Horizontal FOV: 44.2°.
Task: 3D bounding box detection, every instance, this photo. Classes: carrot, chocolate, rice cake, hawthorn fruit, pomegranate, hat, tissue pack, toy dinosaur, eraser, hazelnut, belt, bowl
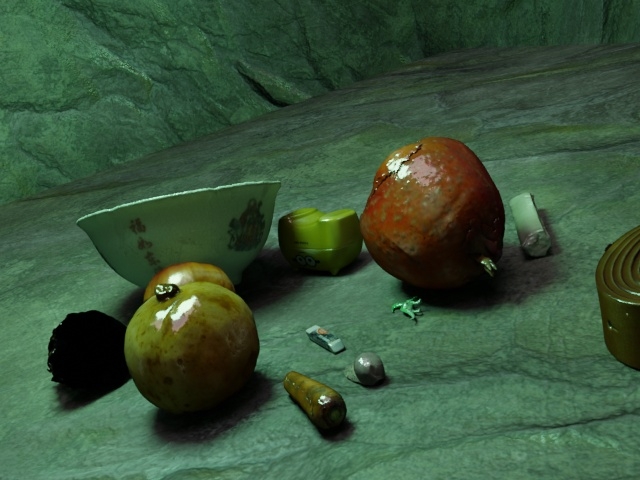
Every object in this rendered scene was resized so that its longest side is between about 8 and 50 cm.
[{"bbox_3d":[-0.011,0.233,1.167,0.055,0.055,0.161,-21,14,-19],"label":"carrot"},{"bbox_3d":[-0.440,0.213,1.444,0.156,0.156,0.133,-33,-1,-41],"label":"chocolate"},{"bbox_3d":[0.418,-0.035,1.581,0.057,0.052,0.256,-13,19,12],"label":"rice cake"},{"bbox_3d":[0.220,-0.023,1.418,0.276,0.276,0.307,-22,46,-19],"label":"hawthorn fruit"},{"bbox_3d":[-0.205,0.161,1.259,0.215,0.215,0.215,-13,20,5],"label":"pomegranate"},{"bbox_3d":[0.067,0.192,1.227,0.058,0.042,0.087,-19,20,-12],"label":"hat"},{"bbox_3d":[0.000,0.000,1.679,0.178,0.127,0.123,4,20,41],"label":"tissue pack"},{"bbox_3d":[0.149,0.121,1.395,0.062,0.021,0.083,-11,15,31],"label":"toy dinosaur"},{"bbox_3d":[0.008,0.170,1.363,0.027,0.019,0.099,-24,21,-23],"label":"eraser"},{"bbox_3d":[-0.245,0.131,1.454,0.182,0.182,0.182,-13,20,5],"label":"hazelnut"},{"bbox_3d":[0.533,0.057,1.152,0.217,0.122,0.338,2,26,42],"label":"belt"},{"bbox_3d":[-0.272,0.015,1.647,0.434,0.196,0.435,-12,-2,0],"label":"bowl"}]
